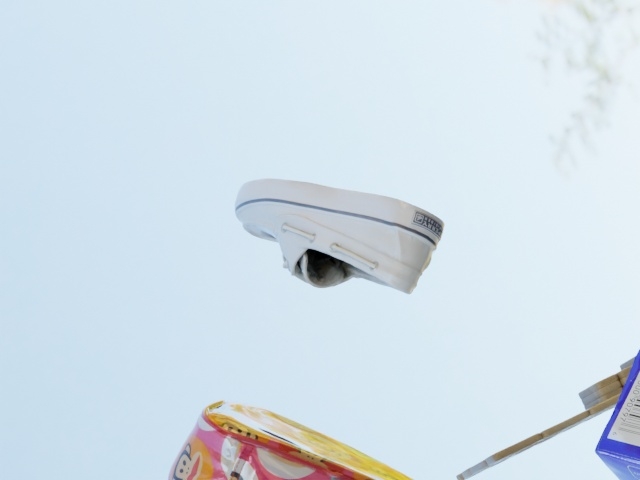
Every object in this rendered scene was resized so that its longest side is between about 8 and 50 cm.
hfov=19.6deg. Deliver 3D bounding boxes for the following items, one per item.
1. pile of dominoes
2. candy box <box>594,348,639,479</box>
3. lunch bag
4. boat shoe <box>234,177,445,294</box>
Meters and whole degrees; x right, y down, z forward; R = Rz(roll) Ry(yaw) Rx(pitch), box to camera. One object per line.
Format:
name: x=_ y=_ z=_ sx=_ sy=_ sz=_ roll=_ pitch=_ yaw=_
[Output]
pile of dominoes: x=0.252 y=0.184 z=1.967 sx=0.040 sy=0.251 sz=0.196 roll=64 pitch=160 yaw=9
candy box: x=0.409 y=0.224 z=1.477 sx=0.317 sy=0.268 sz=0.122 roll=49 pitch=-116 yaw=-42
lunch bag: x=0.010 y=0.246 z=1.716 sx=0.293 sy=0.120 sz=0.258 roll=26 pitch=-176 yaw=6
boat shoe: x=0.000 y=0.000 z=1.664 sx=0.095 sy=0.258 sz=0.084 roll=28 pitch=-103 yaw=-34
